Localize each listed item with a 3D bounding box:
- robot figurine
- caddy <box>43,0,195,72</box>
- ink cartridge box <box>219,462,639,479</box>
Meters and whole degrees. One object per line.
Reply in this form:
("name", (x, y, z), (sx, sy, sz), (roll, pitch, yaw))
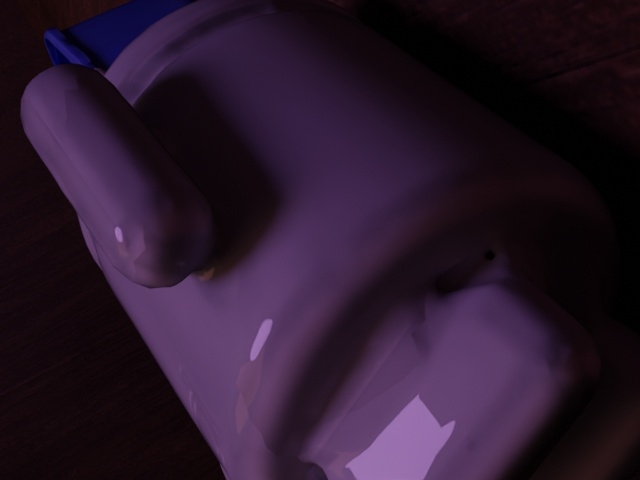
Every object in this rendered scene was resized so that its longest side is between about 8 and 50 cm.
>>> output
("robot figurine", (0.000, 0.000, 0.451), (0.300, 0.200, 0.353), (26, -165, -44))
("caddy", (-0.165, -0.101, 0.891), (0.341, 0.179, 0.241), (40, 156, 55))
("ink cartridge box", (0.082, 0.166, 0.507), (0.117, 0.201, 0.278), (65, 166, -19))
